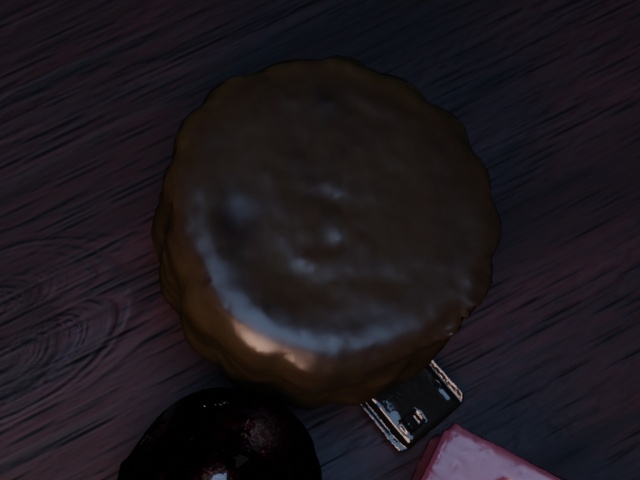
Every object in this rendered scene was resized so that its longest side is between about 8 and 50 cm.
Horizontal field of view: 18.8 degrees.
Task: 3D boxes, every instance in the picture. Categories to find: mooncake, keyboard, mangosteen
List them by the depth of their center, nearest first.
[{"bbox_3d":[-0.066,0.254,1.767,0.250,0.211,0.211,31,74,-4],"label":"mangosteen"},{"bbox_3d":[-0.001,0.000,1.824,0.324,0.187,0.324,4,71,-10],"label":"mooncake"},{"bbox_3d":[0.037,0.098,1.912,0.093,0.025,0.230,-38,84,-16],"label":"keyboard"}]

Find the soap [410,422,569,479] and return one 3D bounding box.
[{"bbox_3d":[0.139,0.379,1.805,0.233,0.128,0.360,26,74,2],"label":"soap"}]
